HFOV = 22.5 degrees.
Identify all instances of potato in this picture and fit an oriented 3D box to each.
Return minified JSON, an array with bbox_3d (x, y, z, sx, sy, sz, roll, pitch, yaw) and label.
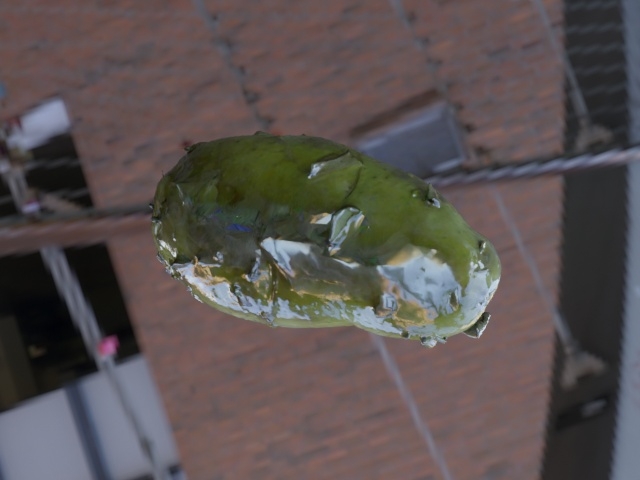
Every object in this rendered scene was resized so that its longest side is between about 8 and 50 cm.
[{"bbox_3d":[0.000,0.000,0.955,0.225,0.117,0.090,13,-164,22],"label":"potato"}]
